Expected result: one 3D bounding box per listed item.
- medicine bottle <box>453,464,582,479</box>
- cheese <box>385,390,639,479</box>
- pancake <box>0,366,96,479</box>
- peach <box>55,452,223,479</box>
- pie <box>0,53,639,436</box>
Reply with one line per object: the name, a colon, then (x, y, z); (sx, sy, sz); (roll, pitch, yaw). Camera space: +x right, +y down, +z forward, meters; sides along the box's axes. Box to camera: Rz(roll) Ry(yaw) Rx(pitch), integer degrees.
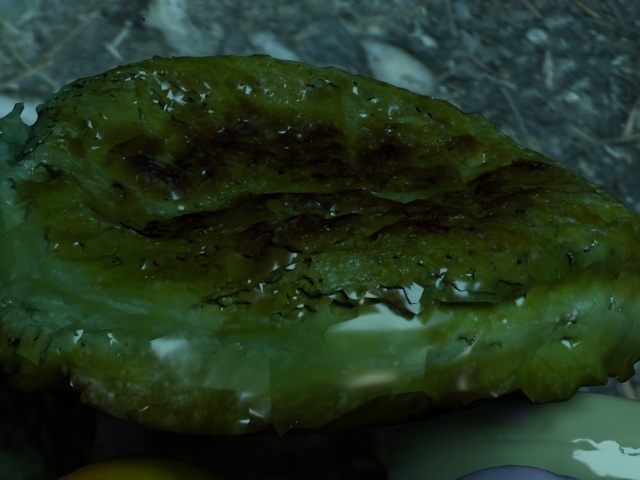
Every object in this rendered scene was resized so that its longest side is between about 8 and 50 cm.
medicine bottle: (0.154, 0.247, 0.764); (0.302, 0.241, 0.241); (23, 49, -12)
cheese: (0.165, 0.121, 0.870); (0.163, 0.248, 0.071); (50, 41, -52)
pancake: (-0.207, 0.077, 0.834); (0.235, 0.029, 0.212); (-1, 59, -29)
peach: (-0.070, 0.158, 0.786); (0.138, 0.138, 0.138); (15, 52, -19)
pie: (0.000, 0.000, 0.871); (0.354, 0.103, 0.288); (-11, 28, -40)
